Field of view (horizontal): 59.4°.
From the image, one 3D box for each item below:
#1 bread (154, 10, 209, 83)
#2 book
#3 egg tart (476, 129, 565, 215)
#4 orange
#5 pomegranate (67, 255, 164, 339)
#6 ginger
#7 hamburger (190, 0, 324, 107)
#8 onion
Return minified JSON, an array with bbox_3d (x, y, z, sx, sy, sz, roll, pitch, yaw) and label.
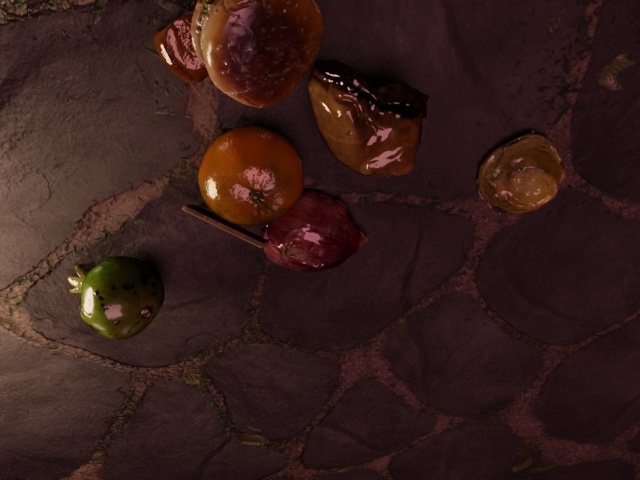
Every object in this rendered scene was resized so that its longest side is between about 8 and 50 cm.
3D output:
[{"bbox_3d":[-0.261,-0.384,1.126,0.126,0.044,0.129,-36,122,15],"label":"bread"},{"bbox_3d":[-0.215,-0.034,1.307,0.199,0.138,0.016,26,93,0],"label":"book"},{"bbox_3d":[0.517,-0.151,1.418,0.232,0.098,0.252,-8,132,1],"label":"egg tart"},{"bbox_3d":[-0.153,-0.135,1.253,0.240,0.171,0.240,-5,129,-6],"label":"orange"},{"bbox_3d":[-0.511,0.130,1.397,0.263,0.211,0.210,23,131,24],"label":"pomegranate"},{"bbox_3d":[0.088,-0.250,1.189,0.270,0.200,0.222,6,121,-19],"label":"ginger"},{"bbox_3d":[-0.113,-0.388,1.052,0.243,0.146,0.285,-19,142,-15],"label":"hamburger"},{"bbox_3d":[0.000,0.000,1.420,0.284,0.120,0.227,8,130,-16],"label":"onion"}]
